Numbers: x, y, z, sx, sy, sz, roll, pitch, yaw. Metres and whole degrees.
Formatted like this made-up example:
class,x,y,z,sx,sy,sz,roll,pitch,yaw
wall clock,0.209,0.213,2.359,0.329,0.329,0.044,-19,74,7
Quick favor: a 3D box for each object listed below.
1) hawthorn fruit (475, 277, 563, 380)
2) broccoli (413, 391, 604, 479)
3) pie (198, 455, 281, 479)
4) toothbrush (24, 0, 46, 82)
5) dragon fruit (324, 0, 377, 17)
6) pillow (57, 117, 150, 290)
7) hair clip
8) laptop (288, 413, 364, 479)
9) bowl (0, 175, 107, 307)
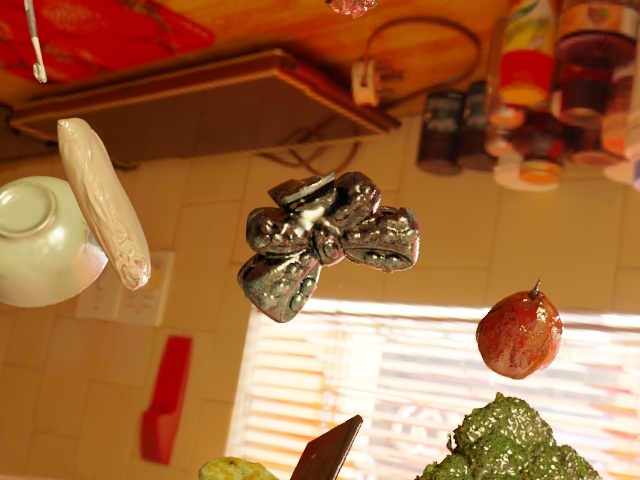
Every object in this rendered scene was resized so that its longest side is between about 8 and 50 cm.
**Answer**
class,x,y,z,sx,sy,sz,roll,pitch,yaw
hawthorn fruit,0.430,0.183,1.884,0.181,0.235,0.181,11,-147,-8
broccoli,0.249,0.392,1.293,0.321,0.304,0.283,-20,175,-31
pie,-0.141,0.466,1.646,0.187,0.041,0.187,23,-161,-8
toothbrush,-0.657,-0.477,2.037,0.024,0.288,0.026,-26,152,18
dragon fruit,0.051,-0.495,1.692,0.121,0.142,0.130,-18,-164,39
pillow,-0.313,-0.053,1.299,0.067,0.270,0.173,-23,-167,-7
hair clip,0.001,-0.007,1.469,0.310,0.206,0.194,-24,-173,-9
laptop,-0.011,0.352,1.360,0.135,0.197,0.016,-35,101,33
bowl,-0.568,-0.024,1.762,0.289,0.289,0.146,9,147,4
